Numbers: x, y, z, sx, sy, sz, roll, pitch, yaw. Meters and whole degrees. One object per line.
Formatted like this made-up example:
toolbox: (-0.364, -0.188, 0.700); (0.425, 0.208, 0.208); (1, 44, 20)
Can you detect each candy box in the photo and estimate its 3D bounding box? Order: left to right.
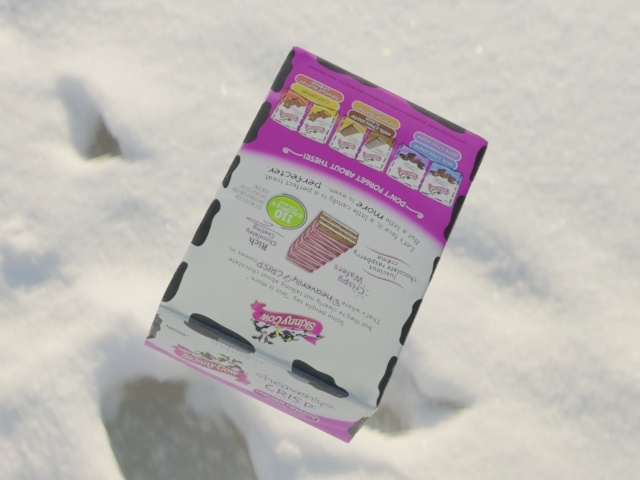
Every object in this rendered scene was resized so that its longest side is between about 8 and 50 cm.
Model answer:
candy box: (0.000, 0.000, 1.166); (0.159, 0.071, 0.233); (27, 60, -1)
